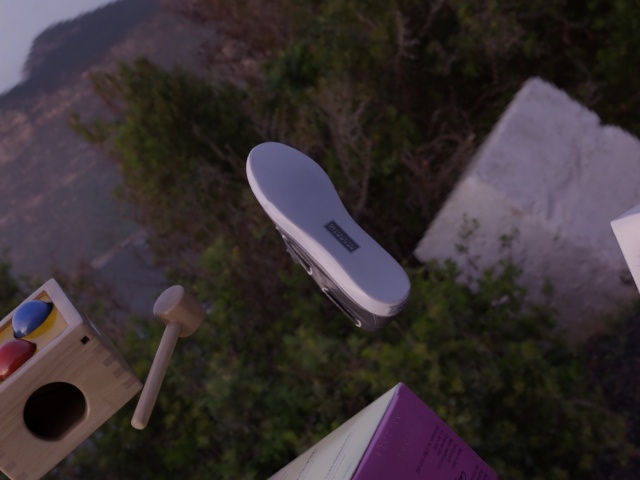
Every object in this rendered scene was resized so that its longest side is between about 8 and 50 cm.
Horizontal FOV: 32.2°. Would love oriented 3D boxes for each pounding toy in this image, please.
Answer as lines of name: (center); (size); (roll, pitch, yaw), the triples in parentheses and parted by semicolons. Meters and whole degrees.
pounding toy: (-0.199, 0.094, 0.911); (0.206, 0.094, 0.181); (-42, 27, -9)

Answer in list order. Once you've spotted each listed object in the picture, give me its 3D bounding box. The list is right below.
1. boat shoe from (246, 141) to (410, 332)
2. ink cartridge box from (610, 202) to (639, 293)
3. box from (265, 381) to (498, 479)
boat shoe: (0.000, 0.000, 1.113); (0.080, 0.228, 0.076); (-31, -22, -36)
ink cartridge box: (0.367, 0.048, 1.061); (0.115, 0.198, 0.067); (-26, 3, -43)
box: (-0.005, 0.264, 0.867); (0.243, 0.117, 0.213); (-41, 7, 35)
